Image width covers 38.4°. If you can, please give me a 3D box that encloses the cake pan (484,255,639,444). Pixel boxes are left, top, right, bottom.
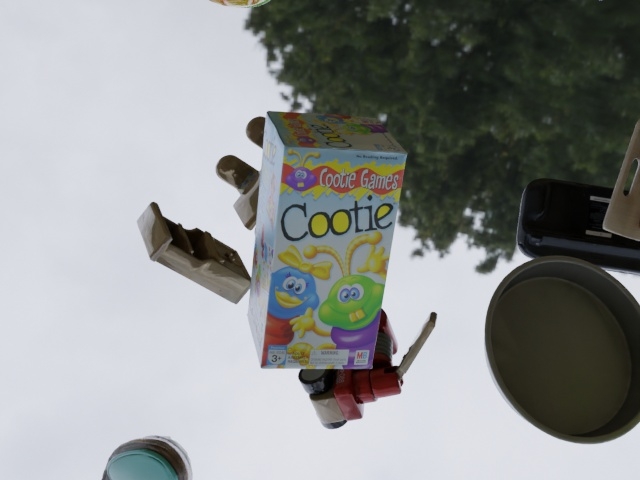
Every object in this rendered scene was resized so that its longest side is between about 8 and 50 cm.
[{"bbox_3d":[0.376,0.168,1.405,0.293,0.054,0.293,6,-113,-14],"label":"cake pan"}]

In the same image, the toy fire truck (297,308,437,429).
[{"bbox_3d":[0.097,0.183,1.567,0.246,0.159,0.217,-13,-147,16],"label":"toy fire truck"}]

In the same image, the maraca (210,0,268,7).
[{"bbox_3d":[-0.116,-0.322,0.986,0.185,0.127,0.099,28,-143,-26],"label":"maraca"}]

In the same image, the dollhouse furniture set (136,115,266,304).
[{"bbox_3d":[-0.119,-0.055,1.304,0.161,0.242,0.212,32,-167,-34],"label":"dollhouse furniture set"}]

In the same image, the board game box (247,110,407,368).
[{"bbox_3d":[0.000,0.000,1.103,0.142,0.276,0.144,2,-157,-13],"label":"board game box"}]

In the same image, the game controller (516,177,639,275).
[{"bbox_3d":[0.555,-0.027,1.846,0.319,0.067,0.167,9,-100,-7],"label":"game controller"}]

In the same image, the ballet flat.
[{"bbox_3d":[-0.235,0.317,1.219,0.108,0.316,0.106,49,-137,3],"label":"ballet flat"}]

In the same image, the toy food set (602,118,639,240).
[{"bbox_3d":[0.667,-0.088,1.610,0.092,0.220,0.306,17,-178,-42],"label":"toy food set"}]
